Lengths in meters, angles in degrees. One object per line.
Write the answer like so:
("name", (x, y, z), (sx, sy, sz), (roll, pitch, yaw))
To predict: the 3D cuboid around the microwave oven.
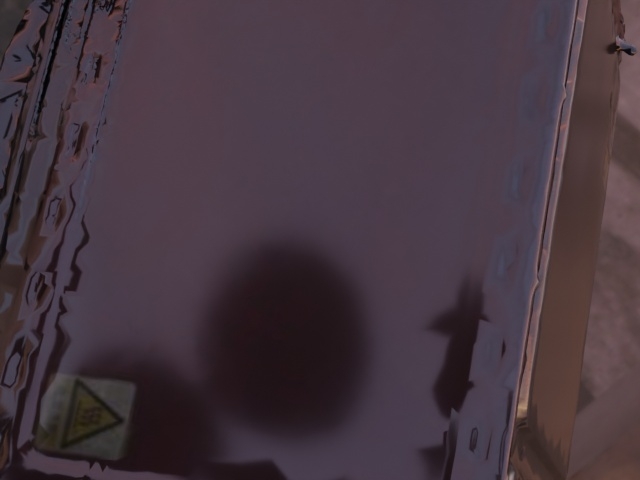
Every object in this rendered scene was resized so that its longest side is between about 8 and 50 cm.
("microwave oven", (0.001, 0.000, 0.449), (0.188, 0.178, 0.247), (4, 74, 20))
